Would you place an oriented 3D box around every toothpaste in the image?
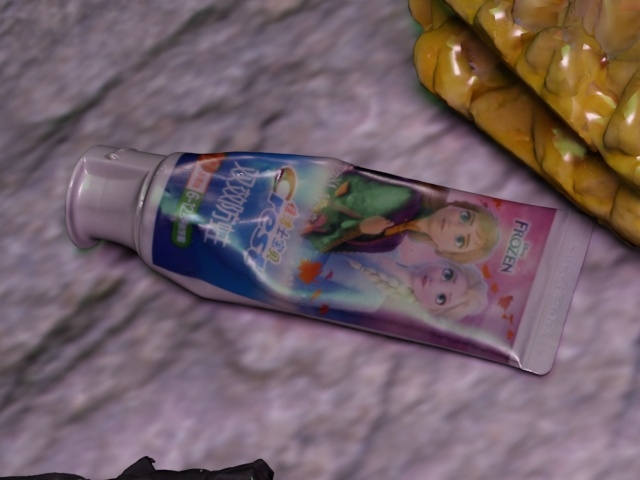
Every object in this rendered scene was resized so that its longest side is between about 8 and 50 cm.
[{"bbox_3d":[0.000,0.000,0.940,0.266,0.061,0.096,12,60,17],"label":"toothpaste"}]

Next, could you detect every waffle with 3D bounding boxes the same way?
[{"bbox_3d":[0.197,-0.127,0.899,0.261,0.151,0.324,-45,52,-9],"label":"waffle"}]

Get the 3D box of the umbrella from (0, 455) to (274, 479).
[{"bbox_3d":[-0.127,0.141,0.878,0.235,0.059,0.066,-7,98,18],"label":"umbrella"}]
